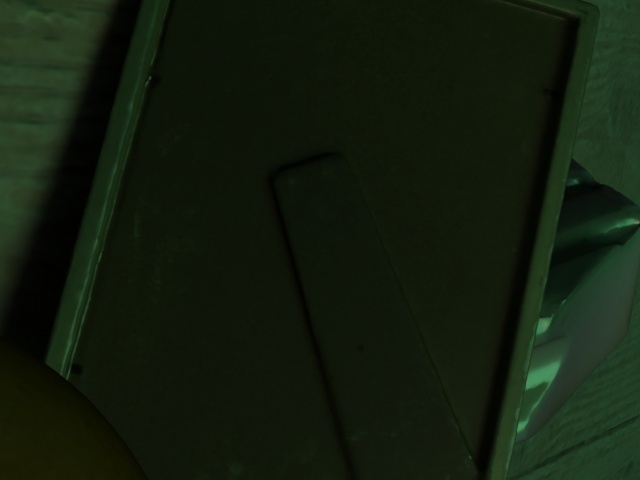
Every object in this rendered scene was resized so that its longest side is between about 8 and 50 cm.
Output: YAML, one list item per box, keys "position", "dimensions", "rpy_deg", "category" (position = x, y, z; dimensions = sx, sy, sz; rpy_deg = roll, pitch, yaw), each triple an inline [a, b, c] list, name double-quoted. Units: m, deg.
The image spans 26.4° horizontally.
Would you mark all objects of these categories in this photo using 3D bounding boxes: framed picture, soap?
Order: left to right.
- position: [0.000, 0.000, 0.682]
  dimensions: [0.020, 0.240, 0.324]
  rpy_deg: [139, -36, -77]
  category: "framed picture"
- position: [0.035, 0.046, 0.797]
  dimensions: [0.324, 0.193, 0.109]
  rpy_deg: [-17, 126, -23]
  category: "soap"

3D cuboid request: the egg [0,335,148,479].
- position: [-0.172, 0.176, 0.479]
  dimensions: [0.250, 0.250, 0.322]
  rpy_deg: [-19, 125, -53]
  category: "egg"
